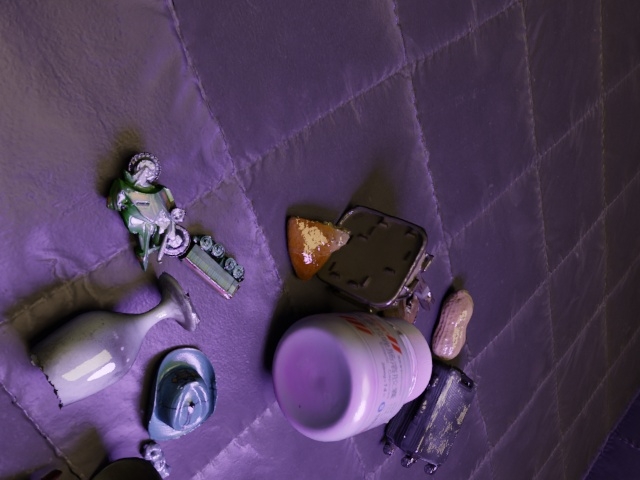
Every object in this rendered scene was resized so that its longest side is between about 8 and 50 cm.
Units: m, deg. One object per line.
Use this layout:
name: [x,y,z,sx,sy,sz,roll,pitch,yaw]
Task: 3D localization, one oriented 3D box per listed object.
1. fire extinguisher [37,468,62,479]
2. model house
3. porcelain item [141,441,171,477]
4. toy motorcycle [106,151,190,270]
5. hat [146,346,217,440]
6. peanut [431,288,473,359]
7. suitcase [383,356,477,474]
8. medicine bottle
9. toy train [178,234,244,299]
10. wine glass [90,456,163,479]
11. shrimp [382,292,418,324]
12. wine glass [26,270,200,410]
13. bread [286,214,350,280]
fire extinguisher: [-0.496,0.547,0.854,0.141,0.105,0.342,6,101,-81]
model house: [0.151,0.087,1.241,0.205,0.218,0.279,-56,145,-13]
porcelain item: [-0.313,0.419,1.018,0.036,0.028,0.083,-35,123,-26]
toy motorcycle: [-0.285,-0.046,0.871,0.106,0.074,0.190,-28,122,-22]
hat: [-0.255,0.303,1.000,0.138,0.077,0.191,-5,107,-39]
peanut: [0.389,0.245,1.551,0.098,0.090,0.215,13,95,-31]
suitcase: [0.319,0.504,1.544,0.202,0.128,0.312,36,79,-42]
medicine bottle: [0.082,0.283,1.174,0.324,0.256,0.256,6,99,-50]
toy train: [-0.199,0.046,0.996,0.071,0.038,0.148,-53,130,-16]
wine glass: [-0.241,0.582,0.990,0.406,0.267,0.267,42,75,-44]
shrimp: [0.216,0.134,1.390,0.173,0.058,0.253,-31,123,-40]
wine glass: [-0.328,0.156,0.858,0.241,0.126,0.127,-30,121,-34]
bread: [-0.021,-0.005,1.127,0.154,0.054,0.136,-48,120,-9]
